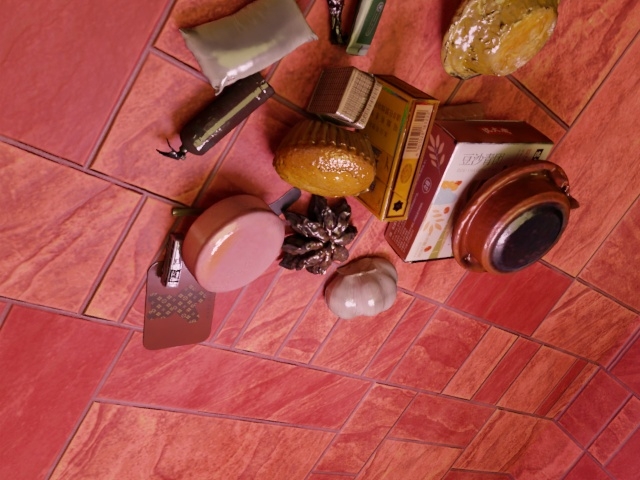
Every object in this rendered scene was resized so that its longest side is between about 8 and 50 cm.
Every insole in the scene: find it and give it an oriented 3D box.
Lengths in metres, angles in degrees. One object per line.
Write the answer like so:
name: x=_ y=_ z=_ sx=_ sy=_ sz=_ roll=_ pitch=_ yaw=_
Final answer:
insole: x=-0.111 y=-0.080 z=1.484 sx=0.152 sy=0.002 sz=0.053 roll=-39 pitch=132 yaw=-3

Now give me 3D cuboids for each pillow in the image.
pillow: x=-0.139 y=-0.412 z=1.195 sx=0.254 sy=0.078 sz=0.144 roll=-32 pitch=110 yaw=-10

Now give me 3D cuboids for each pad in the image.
pad: x=-0.349 y=0.161 z=1.498 sx=0.181 sy=0.004 sz=0.267 roll=-5 pitch=122 yaw=-29

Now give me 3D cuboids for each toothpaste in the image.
toothpaste: x=0.134 y=-0.585 z=1.261 sx=0.098 sy=0.061 sz=0.392 roll=-21 pitch=136 yaw=-55

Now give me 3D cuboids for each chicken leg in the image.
chicken leg: x=0.009 y=-0.517 z=1.238 sx=0.106 sy=0.051 sz=0.253 roll=-39 pitch=133 yaw=2

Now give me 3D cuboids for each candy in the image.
candy: x=-0.194 y=0.006 z=1.397 sx=0.255 sy=0.094 sz=0.255 roll=-30 pitch=145 yaw=-23

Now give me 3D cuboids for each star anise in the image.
star anise: x=-0.001 y=0.001 z=1.540 sx=0.235 sy=0.109 sz=0.223 roll=-31 pitch=135 yaw=-13

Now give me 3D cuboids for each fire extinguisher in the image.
fire extinguisher: x=-0.221 y=-0.255 z=1.251 sx=0.267 sy=0.072 sz=0.089 roll=-41 pitch=154 yaw=-2

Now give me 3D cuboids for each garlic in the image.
garlic: x=0.137 y=0.153 z=1.700 sx=0.229 sy=0.142 sz=0.178 roll=-31 pitch=130 yaw=-22

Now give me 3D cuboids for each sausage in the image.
sausage: x=0.345 y=-0.322 z=1.559 sx=0.169 sy=0.065 sz=0.065 roll=-12 pitch=125 yaw=-24

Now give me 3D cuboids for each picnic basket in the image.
picnic basket: x=0.050 y=-0.314 z=1.311 sx=0.079 sy=0.164 sz=0.115 roll=22 pitch=92 yaw=-30

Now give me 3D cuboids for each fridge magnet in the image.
fridge magnet: x=0.510 y=-0.048 z=1.581 sx=0.363 sy=0.155 sz=0.364 roll=-17 pitch=136 yaw=-17

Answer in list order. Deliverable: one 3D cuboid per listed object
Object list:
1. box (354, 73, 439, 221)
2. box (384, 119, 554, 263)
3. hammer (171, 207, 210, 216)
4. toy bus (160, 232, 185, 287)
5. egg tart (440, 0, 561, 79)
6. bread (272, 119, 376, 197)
box: x=0.160 y=-0.221 z=1.427 sx=0.083 sy=0.193 sz=0.302 roll=-4 pitch=122 yaw=-28
box: x=0.399 y=-0.132 z=1.642 sx=0.344 sy=0.122 sz=0.386 roll=-5 pitch=131 yaw=-30
hammer: x=-0.249 y=-0.072 z=1.399 sx=0.198 sy=0.013 sz=0.063 roll=-3 pitch=121 yaw=-30
toy bus: x=-0.340 y=0.049 z=1.394 sx=0.036 sy=0.052 sz=0.131 roll=3 pitch=112 yaw=-34
egg tart: x=0.438 y=-0.496 z=1.398 sx=0.341 sy=0.132 sz=0.341 roll=-27 pitch=154 yaw=-14
bread: x=0.011 y=-0.186 z=1.358 sx=0.239 sy=0.239 sz=0.139 roll=17 pitch=75 yaw=-38
